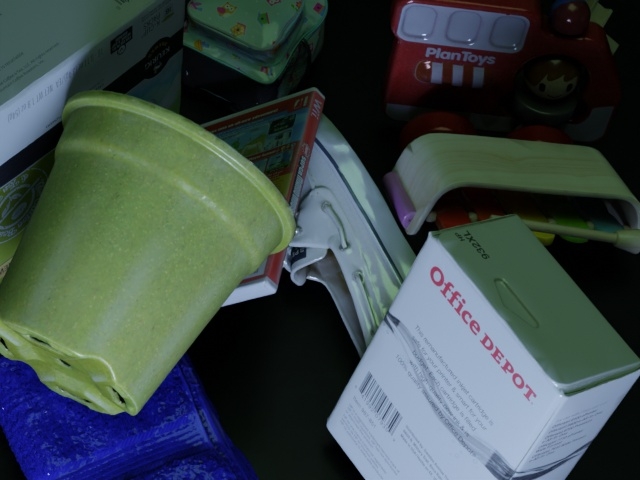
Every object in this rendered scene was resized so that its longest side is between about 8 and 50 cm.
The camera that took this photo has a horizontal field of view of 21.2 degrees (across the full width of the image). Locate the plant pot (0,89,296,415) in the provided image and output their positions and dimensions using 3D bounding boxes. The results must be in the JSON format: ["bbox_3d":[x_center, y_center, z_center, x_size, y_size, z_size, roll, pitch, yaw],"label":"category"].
[{"bbox_3d":[-0.204,0.030,1.747,0.276,0.276,0.254,25,67,11],"label":"plant pot"}]

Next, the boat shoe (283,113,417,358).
[{"bbox_3d":[0.001,0.005,1.999,0.156,0.136,0.367,-24,66,-13],"label":"boat shoe"}]

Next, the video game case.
[{"bbox_3d":[-0.106,-0.040,1.979,0.204,0.025,0.285,-15,46,34],"label":"video game case"}]

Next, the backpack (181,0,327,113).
[{"bbox_3d":[-0.081,-0.271,2.181,0.166,0.144,0.188,25,50,18],"label":"backpack"}]

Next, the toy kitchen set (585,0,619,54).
[{"bbox_3d":[0.359,-0.280,2.329,0.068,0.075,0.083,34,85,-28],"label":"toy kitchen set"}]

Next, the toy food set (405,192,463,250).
[{"bbox_3d":[0.178,0.011,2.022,0.111,0.104,0.232,-13,56,-18],"label":"toy food set"}]

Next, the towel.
[{"bbox_3d":[-0.199,0.216,1.800,0.227,0.076,0.308,-18,62,-28],"label":"towel"}]

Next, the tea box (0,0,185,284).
[{"bbox_3d":[-0.341,-0.160,1.936,0.220,0.323,0.329,36,57,19],"label":"tea box"}]

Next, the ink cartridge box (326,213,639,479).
[{"bbox_3d":[0.161,0.160,1.763,0.129,0.307,0.223,-13,54,-38],"label":"ink cartridge box"}]

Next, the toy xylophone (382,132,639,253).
[{"bbox_3d":[0.240,-0.042,1.992,0.322,0.081,0.236,8,30,-12],"label":"toy xylophone"}]

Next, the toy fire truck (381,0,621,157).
[{"bbox_3d":[0.224,-0.205,2.102,0.302,0.254,0.169,7,52,-3],"label":"toy fire truck"}]
